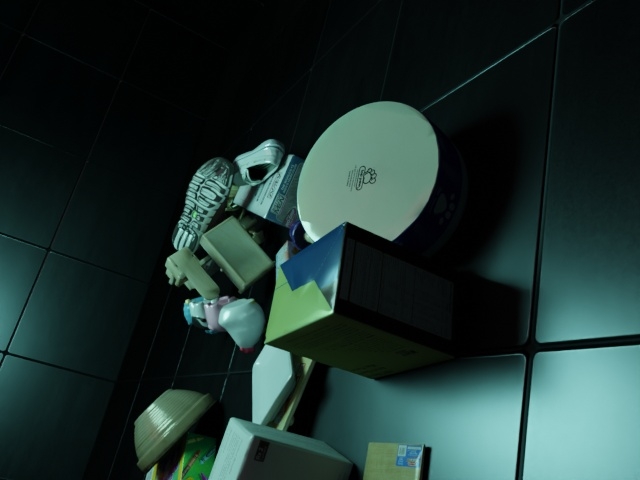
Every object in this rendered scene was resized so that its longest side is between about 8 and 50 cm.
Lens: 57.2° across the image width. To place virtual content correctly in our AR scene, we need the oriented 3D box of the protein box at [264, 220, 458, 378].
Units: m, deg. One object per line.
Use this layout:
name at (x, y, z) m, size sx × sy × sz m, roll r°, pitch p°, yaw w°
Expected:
protein box at (0.059, 0.098, 0.861) m, size 0.200 × 0.201 × 0.136 m, roll -33°, pitch 40°, yaw 52°

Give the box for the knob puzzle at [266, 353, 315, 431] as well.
knob puzzle at (-0.065, 0.302, 1.154) m, size 0.213 × 0.030 × 0.213 m, roll -56°, pitch 15°, yaw 23°

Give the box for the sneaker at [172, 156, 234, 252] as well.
sneaker at (-0.288, -0.094, 1.586) m, size 0.281 × 0.106 × 0.162 m, roll -59°, pitch -18°, yaw 14°

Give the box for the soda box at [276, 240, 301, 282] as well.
soda box at (-0.060, 0.087, 1.302) m, size 0.058 × 0.063 × 0.183 m, roll -51°, pitch 27°, yaw 34°

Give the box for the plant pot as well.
plant pot at (-0.381, 0.450, 1.464) m, size 0.237 × 0.110 × 0.237 m, roll -44°, pitch -5°, yaw -5°

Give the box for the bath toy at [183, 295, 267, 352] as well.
bath toy at (-0.228, 0.203, 1.486) m, size 0.348 × 0.151 × 0.129 m, roll -2°, pitch 105°, yaw 62°

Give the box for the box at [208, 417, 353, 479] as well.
box at (-0.075, 0.393, 0.907) m, size 0.119 × 0.182 × 0.181 m, roll -2°, pitch 67°, yaw 67°

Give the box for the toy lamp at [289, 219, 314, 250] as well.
toy lamp at (0.000, 0.000, 1.234) m, size 0.080 × 0.080 × 0.275 m, roll -67°, pitch 23°, yaw -1°

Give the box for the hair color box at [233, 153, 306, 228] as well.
hair color box at (-0.120, -0.141, 1.584) m, size 0.174 × 0.105 × 0.347 m, roll -66°, pitch 23°, yaw 1°

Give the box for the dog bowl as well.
dog bowl at (0.094, -0.084, 0.946) m, size 0.265 × 0.104 × 0.265 m, roll -14°, pitch 64°, yaw 32°

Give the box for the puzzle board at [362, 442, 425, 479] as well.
puzzle board at (0.099, 0.330, 0.809) m, size 0.128 × 0.011 × 0.096 m, roll -28°, pitch 43°, yaw 55°

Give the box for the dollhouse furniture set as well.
dollhouse furniture set at (-0.276, 0.111, 1.608) m, size 0.303 × 0.174 × 0.355 m, roll -37°, pitch -9°, yaw -34°

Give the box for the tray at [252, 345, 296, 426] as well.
tray at (-0.092, 0.267, 1.193) m, size 0.145 × 0.030 × 0.270 m, roll -59°, pitch 14°, yaw 11°

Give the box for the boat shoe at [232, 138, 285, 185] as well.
boat shoe at (-0.174, -0.181, 1.498) m, size 0.226 × 0.083 × 0.076 m, roll -32°, pitch 40°, yaw 51°

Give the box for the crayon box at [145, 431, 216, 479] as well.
crayon box at (-0.354, 0.608, 1.435) m, size 0.278 × 0.081 × 0.165 m, roll -48°, pitch 30°, yaw 36°

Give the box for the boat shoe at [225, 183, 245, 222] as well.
boat shoe at (-0.274, -0.115, 1.840) m, size 0.285 × 0.104 × 0.089 m, roll 76°, pitch -160°, yaw -81°
